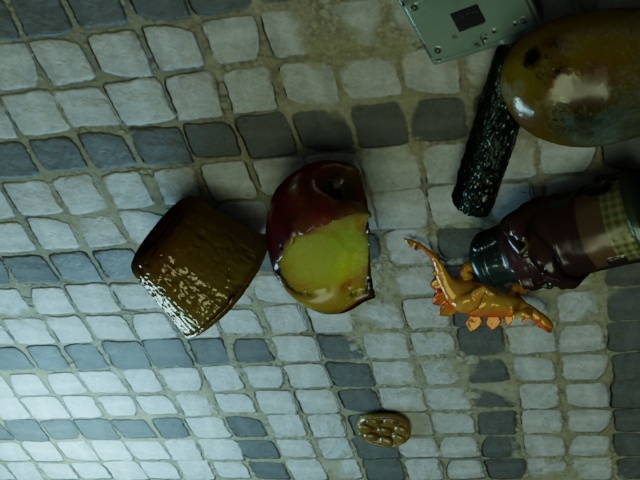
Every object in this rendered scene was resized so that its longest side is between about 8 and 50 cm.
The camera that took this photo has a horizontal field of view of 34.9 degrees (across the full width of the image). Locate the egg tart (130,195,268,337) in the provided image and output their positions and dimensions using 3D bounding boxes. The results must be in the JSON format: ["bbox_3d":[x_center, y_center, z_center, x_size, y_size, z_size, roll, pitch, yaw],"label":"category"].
[{"bbox_3d":[-0.191,0.032,1.552,0.147,0.203,0.202,40,130,-18],"label":"egg tart"}]

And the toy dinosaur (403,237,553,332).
[{"bbox_3d":[0.238,0.090,1.620,0.288,0.070,0.117,25,136,-9],"label":"toy dinosaur"}]

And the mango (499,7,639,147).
[{"bbox_3d":[0.366,-0.190,1.218,0.316,0.146,0.193,2,154,-17],"label":"mango"}]

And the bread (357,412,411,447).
[{"bbox_3d":[0.123,0.365,1.968,0.110,0.024,0.110,5,136,5],"label":"bread"}]

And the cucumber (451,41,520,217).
[{"bbox_3d":[0.234,-0.151,1.359,0.067,0.068,0.294,10,136,0],"label":"cucumber"}]

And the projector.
[{"bbox_3d":[0.181,-0.284,1.227,0.147,0.061,0.115,-15,134,26],"label":"projector"}]

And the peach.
[{"bbox_3d":[-0.001,-0.007,1.495,0.158,0.154,0.267,-5,146,4],"label":"peach"}]

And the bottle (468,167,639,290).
[{"bbox_3d":[0.339,-0.003,1.442,0.271,0.143,0.156,-18,131,29],"label":"bottle"}]
